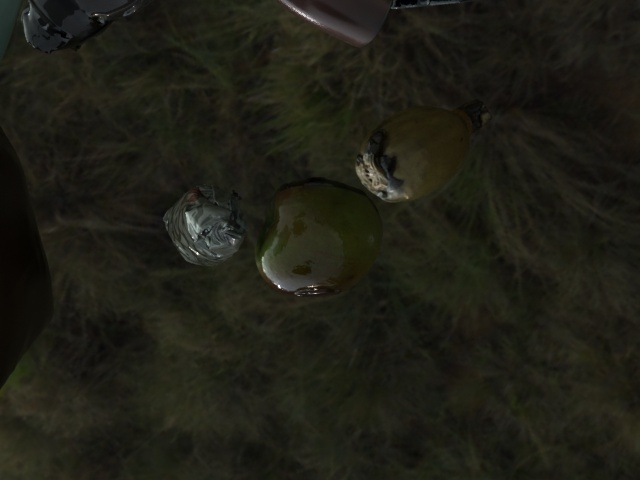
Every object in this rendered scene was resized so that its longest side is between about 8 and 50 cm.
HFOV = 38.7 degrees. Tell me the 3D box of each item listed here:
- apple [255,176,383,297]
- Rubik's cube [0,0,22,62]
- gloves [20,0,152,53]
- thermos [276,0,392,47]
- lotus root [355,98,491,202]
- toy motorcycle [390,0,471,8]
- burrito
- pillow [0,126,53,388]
[{"bbox_3d":[0.000,0.000,1.458,0.188,0.174,0.207,18,116,-17],"label":"apple"},{"bbox_3d":[-0.443,-0.170,0.592,0.351,0.352,0.347,48,137,-2],"label":"Rubik's cube"},{"bbox_3d":[-0.218,-0.315,1.016,0.142,0.119,0.285,37,103,-25],"label":"gloves"},{"bbox_3d":[-0.023,-0.448,1.571,0.265,0.146,0.176,18,180,-22],"label":"thermos"},{"bbox_3d":[0.212,-0.193,1.829,0.183,0.310,0.183,44,155,27],"label":"lotus root"},{"bbox_3d":[0.215,-0.286,0.731,0.358,0.125,0.213,8,113,41],"label":"toy motorcycle"},{"bbox_3d":[-0.194,-0.026,1.551,0.139,0.101,0.445,56,167,-4],"label":"burrito"},{"bbox_3d":[-0.411,0.015,1.113,0.108,0.305,0.308,-10,105,0],"label":"pillow"}]
